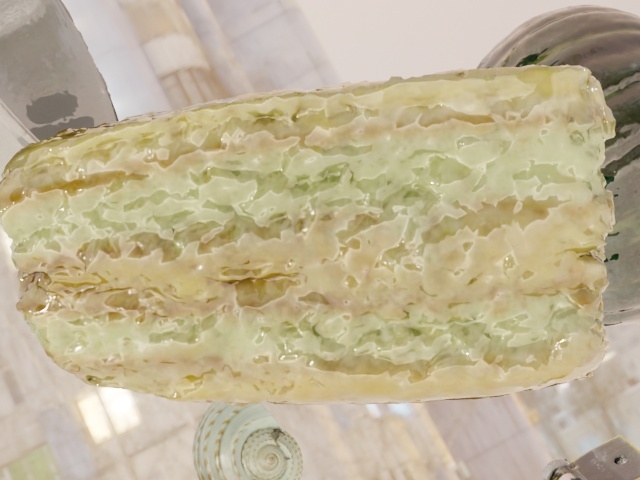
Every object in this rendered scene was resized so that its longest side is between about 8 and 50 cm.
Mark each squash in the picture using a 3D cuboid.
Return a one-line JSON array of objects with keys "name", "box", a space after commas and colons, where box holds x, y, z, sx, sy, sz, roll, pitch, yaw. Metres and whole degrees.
[{"name": "squash", "box": [0.184, -0.048, 0.845, 0.172, 0.218, 0.218, -27, -16, -19]}]

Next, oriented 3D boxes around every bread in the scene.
[{"name": "bread", "box": [0.000, 0.000, 0.424, 0.196, 0.102, 0.138, -3, 0, 6]}]

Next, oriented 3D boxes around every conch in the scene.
[{"name": "conch", "box": [-0.052, 0.135, 0.779, 0.056, 0.076, 0.085, -32, 1, -44]}]

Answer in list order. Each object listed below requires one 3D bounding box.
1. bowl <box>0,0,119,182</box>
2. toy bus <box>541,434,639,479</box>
[{"name": "bowl", "box": [-0.169, -0.085, 0.526, 0.086, 0.189, 0.189, -30, -17, 7]}, {"name": "toy bus", "box": [0.191, 0.257, 1.094, 0.226, 0.074, 0.081, -32, 26, -8]}]
